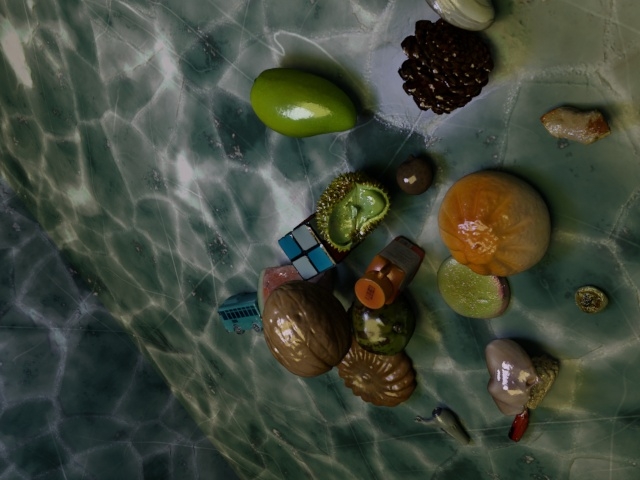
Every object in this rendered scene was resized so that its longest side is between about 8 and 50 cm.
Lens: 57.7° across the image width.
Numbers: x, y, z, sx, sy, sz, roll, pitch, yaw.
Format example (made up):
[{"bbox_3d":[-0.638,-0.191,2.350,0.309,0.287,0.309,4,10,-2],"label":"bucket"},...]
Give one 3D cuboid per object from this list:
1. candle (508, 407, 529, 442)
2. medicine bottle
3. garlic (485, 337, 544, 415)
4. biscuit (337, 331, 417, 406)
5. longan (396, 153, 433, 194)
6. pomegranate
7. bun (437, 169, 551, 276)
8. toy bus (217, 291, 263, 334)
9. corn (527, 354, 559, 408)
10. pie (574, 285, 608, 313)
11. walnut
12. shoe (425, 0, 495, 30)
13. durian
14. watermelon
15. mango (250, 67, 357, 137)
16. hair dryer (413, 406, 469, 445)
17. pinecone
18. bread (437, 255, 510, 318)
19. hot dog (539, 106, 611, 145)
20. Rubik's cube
[{"bbox_3d":[0.628,0.567,1.828,0.053,0.048,0.162,2,125,-1],"label":"candle"},{"bbox_3d":[0.202,0.104,1.736,0.112,0.222,0.149,34,133,17],"label":"medicine bottle"},{"bbox_3d":[0.534,0.390,1.670,0.228,0.110,0.218,113,148,-67],"label":"garlic"},{"bbox_3d":[0.185,0.472,2.089,0.325,0.107,0.326,19,129,25],"label":"biscuit"},{"bbox_3d":[0.259,-0.181,1.595,0.113,0.092,0.114,23,123,41],"label":"longan"},{"bbox_3d":[0.166,0.251,1.872,0.276,0.204,0.222,9,95,31],"label":"pomegranate"},{"bbox_3d":[0.433,-0.024,1.503,0.298,0.164,0.299,22,130,29],"label":"bun"},{"bbox_3d":[-0.289,0.285,2.336,0.256,0.128,0.147,-14,106,42],"label":"toy bus"},{"bbox_3d":[0.625,0.422,1.697,0.087,0.087,0.211,28,131,23],"label":"corn"},{"bbox_3d":[0.698,0.155,1.504,0.084,0.021,0.084,20,128,28],"label":"pie"},{"bbox_3d":[-0.047,0.270,1.828,0.252,0.277,0.313,-42,77,33],"label":"walnut"},{"bbox_3d":[0.296,-0.626,1.239,0.342,0.132,0.210,56,139,1],"label":"shoe"},{"bbox_3d":[0.090,-0.091,1.709,0.200,0.176,0.237,37,98,-11],"label":"durian"},{"bbox_3d":[-0.065,0.195,2.105,0.292,0.250,0.283,-26,71,6],"label":"watermelon"},{"bbox_3d":[-0.049,-0.385,1.668,0.342,0.156,0.193,21,130,27],"label":"mango"},{"bbox_3d":[0.431,0.670,2.055,0.167,0.067,0.199,40,147,3],"label":"hair dryer"},{"bbox_3d":[0.283,-0.394,1.356,0.221,0.221,0.222,21,129,28],"label":"pinecone"},{"bbox_3d":[0.442,0.141,1.700,0.228,0.033,0.229,19,127,27],"label":"bread"},{"bbox_3d":[0.579,-0.257,1.300,0.169,0.061,0.078,32,104,47],"label":"hot dog"},{"bbox_3d":[0.000,0.001,1.867,0.183,0.180,0.167,-33,95,45],"label":"Rubik's cube"}]
